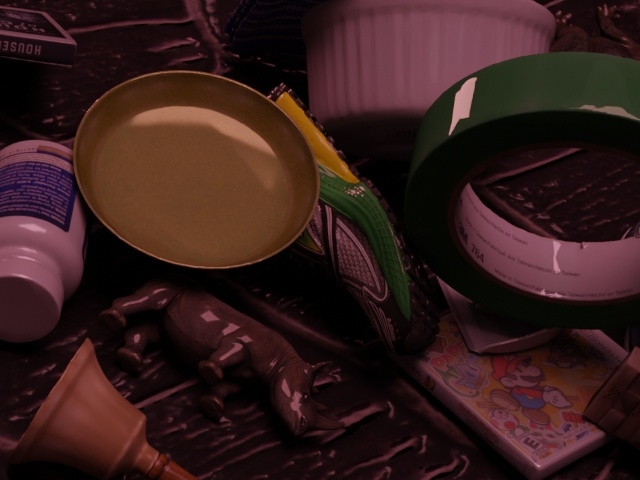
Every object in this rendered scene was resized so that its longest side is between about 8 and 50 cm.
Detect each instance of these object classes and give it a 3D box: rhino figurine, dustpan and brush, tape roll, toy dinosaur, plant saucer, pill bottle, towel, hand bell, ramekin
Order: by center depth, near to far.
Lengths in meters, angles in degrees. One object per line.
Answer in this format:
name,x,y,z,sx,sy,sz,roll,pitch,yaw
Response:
hand bell,-0.134,0.202,1.565,0.242,0.126,0.126,33,39,-3
rhino figurine,-0.081,0.109,1.700,0.243,0.073,0.106,29,42,8
tape roll,0.241,-0.040,1.703,0.321,0.321,0.077,16,52,-5
pill bottle,-0.274,0.002,1.708,0.112,0.112,0.187,13,39,-9
plant saucer,-0.121,-0.062,1.761,0.241,0.037,0.241,8,53,-11
dustpan and brush,0.239,0.051,1.871,0.211,0.060,0.147,3,38,-20
ramekin,0.115,-0.171,1.961,0.277,0.277,0.135,4,80,-20
towel,0.037,-0.247,2.002,0.243,0.336,0.040,5,81,-12
toy dinosaur,0.323,-0.212,2.219,0.313,0.121,0.160,10,26,-20

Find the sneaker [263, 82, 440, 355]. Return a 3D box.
sneaker,0.000,0.000,1.837,0.146,0.134,0.343,-37,54,-4

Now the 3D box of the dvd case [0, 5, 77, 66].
dvd case,-0.362,-0.225,1.918,0.179,0.029,0.238,6,12,-18

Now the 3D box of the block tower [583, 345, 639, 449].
block tower,0.426,0.211,1.754,0.335,0.091,0.097,33,41,3

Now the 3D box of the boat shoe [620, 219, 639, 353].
boat shoe,0.365,0.049,1.961,0.095,0.079,0.254,18,38,0

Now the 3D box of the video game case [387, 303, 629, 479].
video game case,0.214,0.133,1.825,0.227,0.026,0.206,-21,50,-41
